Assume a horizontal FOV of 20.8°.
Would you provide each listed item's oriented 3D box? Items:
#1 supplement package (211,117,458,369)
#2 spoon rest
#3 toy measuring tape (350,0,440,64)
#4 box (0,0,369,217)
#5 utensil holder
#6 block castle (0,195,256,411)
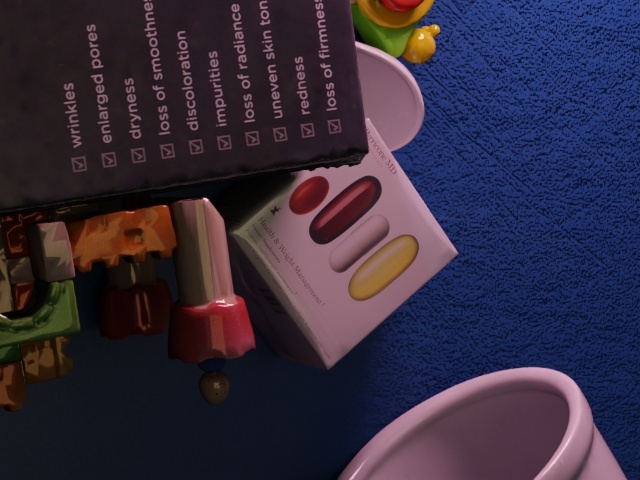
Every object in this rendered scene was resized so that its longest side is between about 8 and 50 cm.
[{"bbox_3d":[0.000,0.000,1.925,0.203,0.149,0.194,-41,108,-18],"label":"supplement package"},{"bbox_3d":[0.008,-0.210,1.942,0.276,0.137,0.084,52,39,-12],"label":"spoon rest"},{"bbox_3d":[0.038,-0.340,1.951,0.121,0.121,0.330,-43,109,-18],"label":"toy measuring tape"},{"bbox_3d":[-0.247,-0.278,1.711,0.472,0.297,0.479,-10,97,-27],"label":"box"},{"bbox_3d":[0.236,0.390,1.966,0.327,0.328,0.385,-40,111,-19],"label":"utensil holder"},{"bbox_3d":[-0.322,0.086,1.688,0.453,0.303,0.212,-11,98,-24],"label":"block castle"}]
